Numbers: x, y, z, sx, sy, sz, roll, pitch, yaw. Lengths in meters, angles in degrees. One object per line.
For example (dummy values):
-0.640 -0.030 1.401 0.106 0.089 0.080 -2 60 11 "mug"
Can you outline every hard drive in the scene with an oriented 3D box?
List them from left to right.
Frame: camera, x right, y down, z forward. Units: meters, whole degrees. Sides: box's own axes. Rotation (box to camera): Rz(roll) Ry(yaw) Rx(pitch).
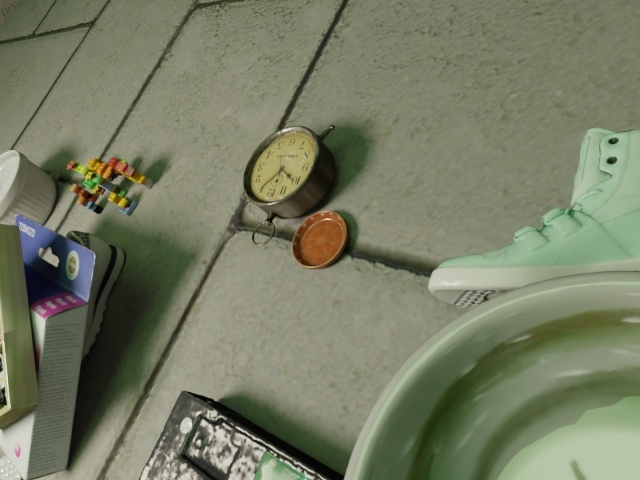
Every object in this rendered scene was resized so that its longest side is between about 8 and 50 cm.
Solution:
-0.070 0.321 0.487 0.339 0.064 0.237 11 71 39 "hard drive"

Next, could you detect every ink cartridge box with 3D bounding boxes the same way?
-0.478 0.143 0.789 0.324 0.071 0.330 15 98 40 "ink cartridge box"

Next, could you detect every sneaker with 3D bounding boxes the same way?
-0.418 0.101 0.834 0.090 0.095 0.235 -6 63 30 "sneaker"
0.223 -0.018 0.458 0.256 0.094 0.151 -10 64 19 "sneaker"

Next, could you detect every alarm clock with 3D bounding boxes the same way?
-0.050 -0.077 0.702 0.129 0.064 0.192 9 68 37 "alarm clock"

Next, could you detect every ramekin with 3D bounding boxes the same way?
-0.699 -0.089 1.127 0.207 0.109 0.207 -17 55 26 "ramekin"

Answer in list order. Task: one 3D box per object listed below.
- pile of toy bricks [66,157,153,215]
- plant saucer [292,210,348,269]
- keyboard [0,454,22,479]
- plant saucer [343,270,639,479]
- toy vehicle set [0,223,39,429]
-0.435 -0.120 0.964 0.212 0.105 0.118 21 77 40 "pile of toy bricks"
0.000 0.000 0.657 0.083 0.013 0.083 -16 56 26 "plant saucer"
-0.565 0.410 0.809 0.256 0.014 0.072 -29 52 18 "keyboard"
0.207 0.218 0.315 0.400 0.100 0.400 -12 58 20 "plant saucer"
-0.472 0.130 0.719 0.166 0.035 0.267 -33 66 32 "toy vehicle set"
